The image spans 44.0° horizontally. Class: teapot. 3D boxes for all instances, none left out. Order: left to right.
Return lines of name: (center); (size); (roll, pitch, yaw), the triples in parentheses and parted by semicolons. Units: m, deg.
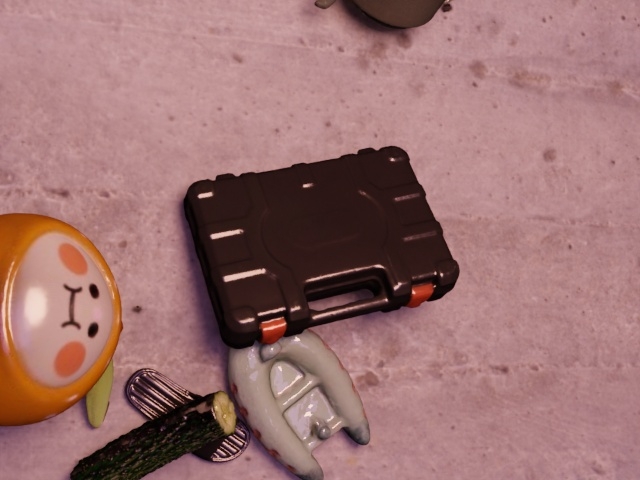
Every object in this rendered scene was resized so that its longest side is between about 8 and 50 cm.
teapot: (0.106, -0.333, 0.994); (0.239, 0.149, 0.162); (-17, 64, -33)

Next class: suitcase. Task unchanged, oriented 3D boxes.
suitcase: (0.000, 0.000, 0.925); (0.286, 0.066, 0.206); (-12, 64, -18)

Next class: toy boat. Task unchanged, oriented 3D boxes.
toy boat: (-0.026, 0.180, 0.924); (0.134, 0.079, 0.207); (-33, 95, -15)

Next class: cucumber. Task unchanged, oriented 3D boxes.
cucumber: (-0.178, 0.220, 0.852); (0.187, 0.058, 0.058); (-29, 93, 8)

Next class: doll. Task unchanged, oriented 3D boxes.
doll: (-0.288, 0.085, 0.813); (0.236, 0.213, 0.213); (27, 71, -58)

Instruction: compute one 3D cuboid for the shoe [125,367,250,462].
shoe: (-0.150, 0.200, 0.897); (0.159, 0.053, 0.062); (35, 71, -8)
